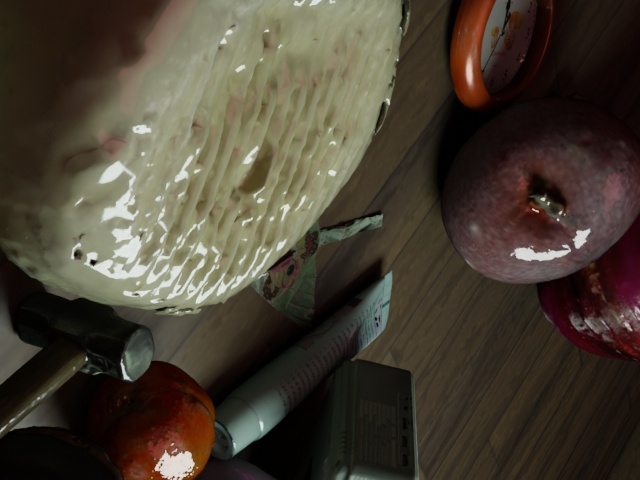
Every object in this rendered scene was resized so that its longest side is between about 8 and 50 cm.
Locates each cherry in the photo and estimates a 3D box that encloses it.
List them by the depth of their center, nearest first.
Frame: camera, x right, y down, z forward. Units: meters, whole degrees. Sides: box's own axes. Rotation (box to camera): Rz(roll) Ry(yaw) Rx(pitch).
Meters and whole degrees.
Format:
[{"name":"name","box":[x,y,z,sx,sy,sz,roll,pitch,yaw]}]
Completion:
[{"name":"cherry","box":[0.285,-0.062,1.302,0.261,0.221,0.307,-32,167,14]}]

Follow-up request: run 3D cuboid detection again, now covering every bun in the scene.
[{"name":"bun","box":[-0.102,-0.126,0.705,0.360,0.211,0.359,-45,151,-33]}]

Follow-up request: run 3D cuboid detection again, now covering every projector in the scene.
[{"name":"projector","box":[0.025,0.283,1.146,0.192,0.099,0.256,-82,-172,-58]}]

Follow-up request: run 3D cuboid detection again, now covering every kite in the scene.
[{"name":"kite","box":[-0.001,-0.001,1.124,0.250,0.012,0.229,-24,129,-49]}]

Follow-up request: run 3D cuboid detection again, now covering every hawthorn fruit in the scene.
[{"name":"hawthorn fruit","box":[-0.151,0.169,0.905,0.128,0.128,0.128,-33,134,-42]}]

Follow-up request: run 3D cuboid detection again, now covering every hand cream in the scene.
[{"name":"hand cream","box":[-0.007,0.138,1.151,0.331,0.058,0.085,-32,133,-44]}]

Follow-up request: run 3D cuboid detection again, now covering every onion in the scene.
[{"name":"onion","box":[0.451,-0.030,1.531,0.420,0.398,0.398,41,70,-15]}]

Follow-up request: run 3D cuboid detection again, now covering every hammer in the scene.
[{"name":"hammer","box":[-0.268,0.156,0.692,0.365,0.111,0.043,-45,141,-42]}]

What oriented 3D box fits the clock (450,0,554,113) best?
[{"name":"clock","box":[0.223,-0.257,1.260,0.205,0.051,0.205,-31,133,-42]}]

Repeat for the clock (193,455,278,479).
[{"name":"clock","box":[-0.174,0.364,0.990,0.322,0.113,0.295,7,103,-56]}]

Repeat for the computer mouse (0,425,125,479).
[{"name":"computer mouse","box":[-0.250,0.295,0.777,0.323,0.183,0.116,-62,173,-4]}]
